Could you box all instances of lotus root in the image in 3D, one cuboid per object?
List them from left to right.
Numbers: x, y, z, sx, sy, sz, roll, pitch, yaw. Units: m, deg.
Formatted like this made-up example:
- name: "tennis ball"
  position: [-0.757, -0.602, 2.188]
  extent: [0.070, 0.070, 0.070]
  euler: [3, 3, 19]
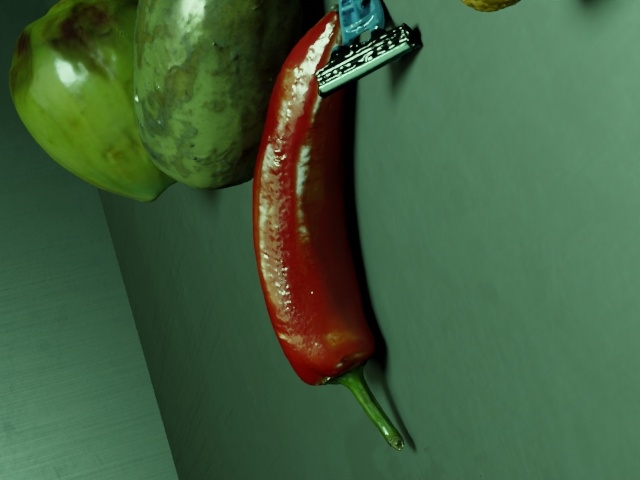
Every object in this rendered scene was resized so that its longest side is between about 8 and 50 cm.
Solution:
- name: "lotus root"
  position: [-0.086, -0.178, 0.832]
  extent: [0.309, 0.173, 0.173]
  euler: [106, 147, -42]

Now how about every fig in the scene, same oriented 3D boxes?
- name: "fig"
  position: [-0.254, -0.176, 1.192]
  extent: [0.239, 0.239, 0.271]
  euler: [31, 144, 65]

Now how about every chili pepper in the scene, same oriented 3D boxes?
- name: "chili pepper"
  position: [-0.004, -0.006, 0.796]
  extent: [0.137, 0.092, 0.368]
  euler: [16, 121, 57]

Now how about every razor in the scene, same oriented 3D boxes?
- name: "razor"
  position: [0.002, -0.228, 0.692]
  extent: [0.082, 0.042, 0.253]
  euler: [-26, 72, 28]

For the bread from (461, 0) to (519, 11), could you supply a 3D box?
- name: "bread"
  position: [0.081, -0.203, 0.379]
  extent: [0.076, 0.105, 0.233]
  euler: [-133, 38, -59]
